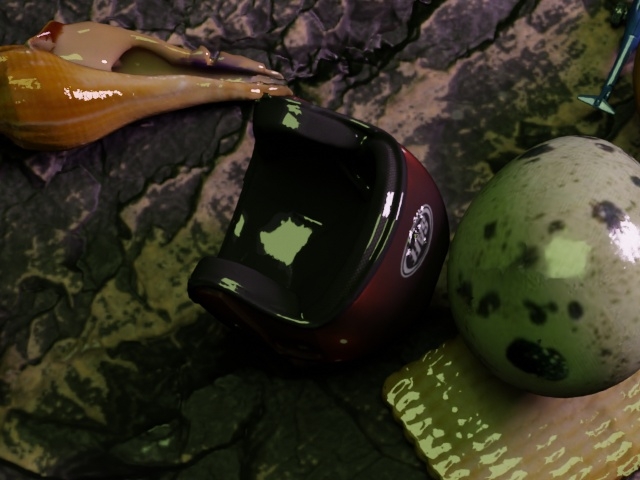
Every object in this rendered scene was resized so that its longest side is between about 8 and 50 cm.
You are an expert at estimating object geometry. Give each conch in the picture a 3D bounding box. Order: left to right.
[{"bbox_3d":[-0.188,-0.126,1.367,0.330,0.093,0.109,1,45,-21],"label":"conch"}]

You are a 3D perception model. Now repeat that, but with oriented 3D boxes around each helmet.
[{"bbox_3d":[0.000,0.000,1.234,0.216,0.193,0.189,-3,59,48],"label":"helmet"}]

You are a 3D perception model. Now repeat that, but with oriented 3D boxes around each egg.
[{"bbox_3d":[0.189,0.014,1.207,0.177,0.177,0.228,13,47,7],"label":"egg"}]

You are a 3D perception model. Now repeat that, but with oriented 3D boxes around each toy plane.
[{"bbox_3d":[0.278,-0.185,1.394,0.054,0.062,0.167,25,78,12],"label":"toy plane"}]

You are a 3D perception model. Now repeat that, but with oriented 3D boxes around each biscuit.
[{"bbox_3d":[0.193,0.123,1.265,0.254,0.029,0.172,-29,67,-12],"label":"biscuit"}]

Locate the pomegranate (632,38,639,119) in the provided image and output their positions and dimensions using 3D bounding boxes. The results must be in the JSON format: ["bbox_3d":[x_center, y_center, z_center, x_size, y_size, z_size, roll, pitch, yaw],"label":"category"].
[{"bbox_3d":[0.344,-0.150,1.307,0.196,0.196,0.196,0,65,1],"label":"pomegranate"}]
